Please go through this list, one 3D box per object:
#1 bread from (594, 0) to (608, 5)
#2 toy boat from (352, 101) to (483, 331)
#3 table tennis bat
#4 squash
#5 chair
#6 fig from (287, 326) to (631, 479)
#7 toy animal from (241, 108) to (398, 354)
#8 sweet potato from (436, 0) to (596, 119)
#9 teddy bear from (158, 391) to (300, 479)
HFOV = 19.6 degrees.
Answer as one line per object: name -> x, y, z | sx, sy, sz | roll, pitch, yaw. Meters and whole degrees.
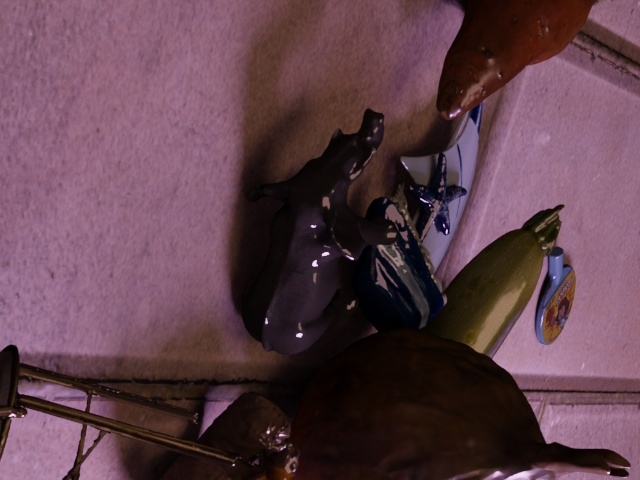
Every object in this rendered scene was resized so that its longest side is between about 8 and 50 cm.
bread -> 0.349, -0.321, 2.201 | 0.153, 0.028, 0.068 | -25, 128, -56
toy boat -> 0.105, -0.040, 1.890 | 0.210, 0.070, 0.292 | 21, 85, -68
table tennis bat -> 0.301, 0.068, 2.367 | 0.100, 0.019, 0.155 | -48, 147, -36
squash -> 0.159, 0.091, 2.001 | 0.341, 0.094, 0.094 | -54, 151, -4
chair -> -0.236, 0.146, 1.302 | 0.325, 0.170, 0.160 | 20, 94, -19
fig -> 0.150, 0.227, 1.766 | 0.286, 0.368, 0.286 | 2, 87, -47
toy animal -> 0.005, 0.000, 1.668 | 0.146, 0.114, 0.245 | -24, 127, -56
sweet potato -> 0.206, -0.234, 1.907 | 0.359, 0.112, 0.112 | -34, 135, -46
teddy bear -> -0.055, 0.251, 1.644 | 0.140, 0.190, 0.177 | -53, -179, 31
